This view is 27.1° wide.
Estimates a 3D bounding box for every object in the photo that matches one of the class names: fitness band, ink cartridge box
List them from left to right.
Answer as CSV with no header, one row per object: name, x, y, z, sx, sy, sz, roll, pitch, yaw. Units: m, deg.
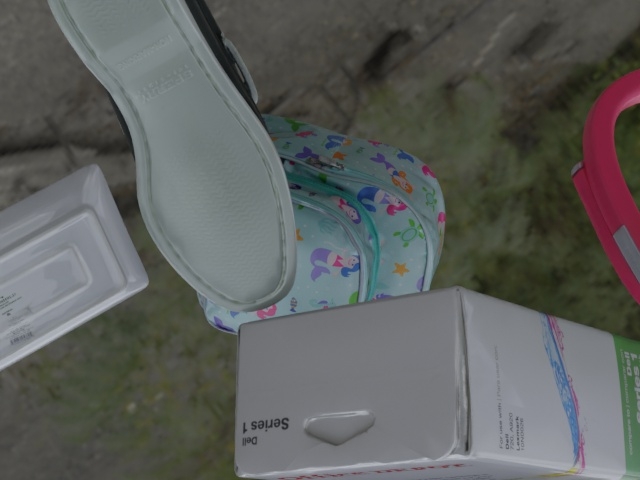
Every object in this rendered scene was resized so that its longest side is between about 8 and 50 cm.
ink cartridge box,0.098,0.124,0.991,0.201,0.117,0.278,-12,161,37
fitness band,0.365,-0.034,1.279,0.209,0.290,0.054,-17,163,-20

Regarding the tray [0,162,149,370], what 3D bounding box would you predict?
tray,-0.286,0.055,1.179,0.270,0.030,0.145,-31,126,-17

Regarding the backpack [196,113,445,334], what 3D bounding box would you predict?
backpack,0.000,0.000,1.390,0.191,0.254,0.225,-71,171,-59

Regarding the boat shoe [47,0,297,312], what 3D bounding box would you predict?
boat shoe,-0.093,-0.094,0.946,0.114,0.302,0.091,-16,-161,11
